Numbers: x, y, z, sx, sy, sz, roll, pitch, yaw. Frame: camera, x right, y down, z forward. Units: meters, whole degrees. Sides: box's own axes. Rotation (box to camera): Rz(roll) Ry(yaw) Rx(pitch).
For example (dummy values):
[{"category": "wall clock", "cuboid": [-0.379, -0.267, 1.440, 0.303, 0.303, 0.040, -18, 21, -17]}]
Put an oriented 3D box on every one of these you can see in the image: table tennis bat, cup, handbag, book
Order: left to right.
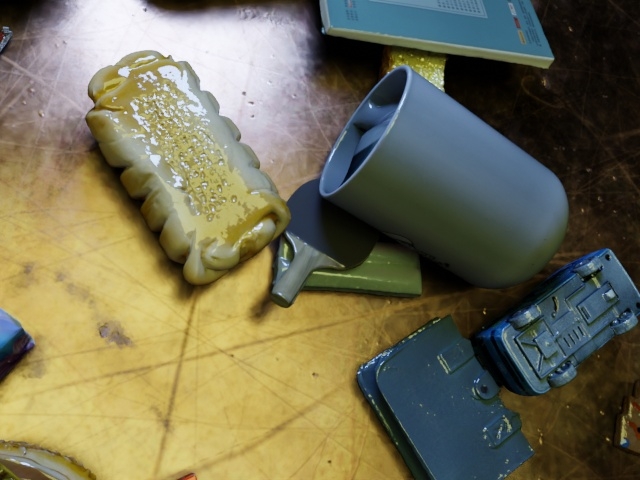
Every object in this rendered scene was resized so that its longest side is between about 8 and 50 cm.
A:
[{"category": "table tennis bat", "cuboid": [0.000, 0.000, 0.969, 0.138, 0.022, 0.246, 30, 48, 2]}, {"category": "book", "cuboid": [0.173, -0.397, 1.134, 0.380, 0.031, 0.264, 4, 56, -16]}, {"category": "cup", "cuboid": [0.178, -0.072, 0.978, 0.312, 0.205, 0.205, 31, 68, -15]}, {"category": "handbag", "cuboid": [0.179, 0.234, 0.982, 0.179, 0.062, 0.229, -28, 85, -22]}]

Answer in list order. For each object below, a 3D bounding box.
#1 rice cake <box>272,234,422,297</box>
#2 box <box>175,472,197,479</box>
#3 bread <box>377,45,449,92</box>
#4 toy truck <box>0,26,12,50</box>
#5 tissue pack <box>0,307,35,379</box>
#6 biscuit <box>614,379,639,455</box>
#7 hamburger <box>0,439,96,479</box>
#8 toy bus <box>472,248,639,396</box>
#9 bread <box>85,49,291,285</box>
[{"category": "rice cake", "cuboid": [0.041, 0.036, 1.005, 0.222, 0.042, 0.080, 4, 75, -16]}, {"category": "box", "cuboid": [-0.203, 0.355, 0.839, 0.152, 0.048, 0.100, -20, 84, -24]}, {"category": "bread", "cuboid": [0.142, -0.244, 1.103, 0.103, 0.065, 0.187, 7, 70, -15]}, {"category": "toy truck", "cuboid": [-0.444, -0.254, 0.940, 0.032, 0.024, 0.083, 34, 68, -30]}, {"category": "tissue pack", "cuboid": [-0.478, 0.140, 0.755, 0.198, 0.146, 0.263, 40, 68, -3]}, {"category": "biscuit", "cuboid": [0.505, 0.286, 1.094, 0.130, 0.019, 0.119, -29, 85, -22]}, {"category": "hamburger", "cuboid": [-0.333, 0.333, 0.681, 0.291, 0.225, 0.290, -2, 103, -9]}, {"category": "toy bus", "cuboid": [0.341, 0.120, 1.026, 0.246, 0.134, 0.113, -31, 88, -24]}, {"category": "bread", "cuboid": [-0.179, -0.102, 0.929, 0.173, 0.121, 0.311, -31, 86, -20]}]
